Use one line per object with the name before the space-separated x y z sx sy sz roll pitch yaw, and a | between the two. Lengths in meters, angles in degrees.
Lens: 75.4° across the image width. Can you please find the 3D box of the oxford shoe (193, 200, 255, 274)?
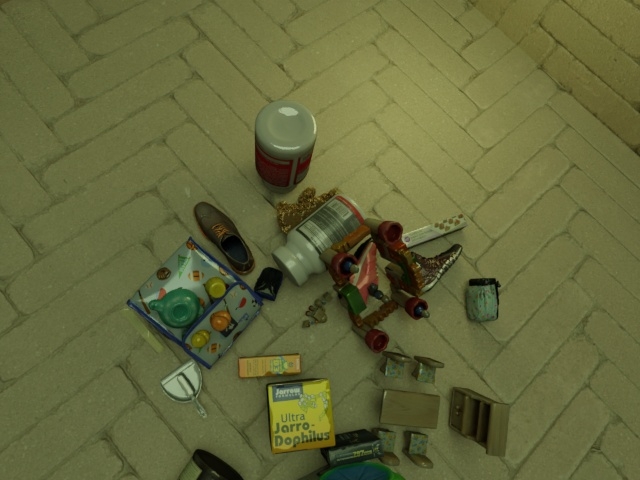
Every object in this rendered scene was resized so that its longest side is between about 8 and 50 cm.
oxford shoe | -0.387 -0.030 1.666 0.130 0.132 0.363 -40 81 -17

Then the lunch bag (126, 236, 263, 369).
lunch bag | -0.446 0.233 1.527 0.385 0.239 0.328 44 70 -10

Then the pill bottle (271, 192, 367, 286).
pill bottle | 0.000 0.000 1.607 0.363 0.210 0.210 -40 81 -14

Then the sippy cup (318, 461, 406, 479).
sippy cup | 0.117 0.814 1.217 0.306 0.240 0.224 -12 80 32

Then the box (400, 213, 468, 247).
box | 0.495 -0.036 1.833 0.324 0.067 0.063 -19 75 -15

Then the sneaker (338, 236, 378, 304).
sneaker | 0.190 0.130 1.726 0.136 0.116 0.313 29 77 -9

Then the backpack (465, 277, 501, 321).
backpack | 0.678 0.249 1.736 0.115 0.152 0.182 -1 84 -3

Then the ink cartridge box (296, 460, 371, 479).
ink cartridge box | 0.067 0.877 1.400 0.270 0.197 0.198 -20 75 -14

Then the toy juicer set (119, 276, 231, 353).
toy juicer set | -0.455 0.261 1.364 0.329 0.089 0.209 -17 102 -20

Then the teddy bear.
teddy bear | -0.027 -0.114 1.768 0.338 0.113 0.245 -34 97 -18

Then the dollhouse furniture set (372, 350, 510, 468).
dollhouse furniture set | 0.414 0.617 1.471 0.394 0.256 0.362 11 82 -12

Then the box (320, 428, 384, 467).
box | 0.101 0.716 1.439 0.183 0.232 0.059 -6 75 -9

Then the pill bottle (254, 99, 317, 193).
pill bottle | -0.149 -0.350 1.661 0.229 0.407 0.229 3 71 -8

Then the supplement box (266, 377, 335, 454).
supplement box | -0.080 0.574 1.394 0.194 0.356 0.195 -4 72 -9

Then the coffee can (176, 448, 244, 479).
coffee can | -0.405 0.860 1.336 0.202 0.201 0.275 33 71 3

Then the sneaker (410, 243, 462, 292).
sneaker | 0.473 0.079 1.773 0.162 0.106 0.281 42 72 10

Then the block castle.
block castle | 0.221 0.166 1.536 0.303 0.213 0.453 -34 119 -18

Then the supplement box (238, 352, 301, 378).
supplement box | -0.190 0.472 1.560 0.234 0.080 0.078 -2 74 -11

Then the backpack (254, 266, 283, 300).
backpack | -0.207 0.170 1.644 0.098 0.101 0.120 20 65 -4

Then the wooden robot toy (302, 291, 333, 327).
wooden robot toy | -0.003 0.295 1.665 0.079 0.076 0.173 46 67 -30

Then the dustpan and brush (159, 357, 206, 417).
dustpan and brush | -0.472 0.551 1.501 0.147 0.060 0.211 -35 80 -17
